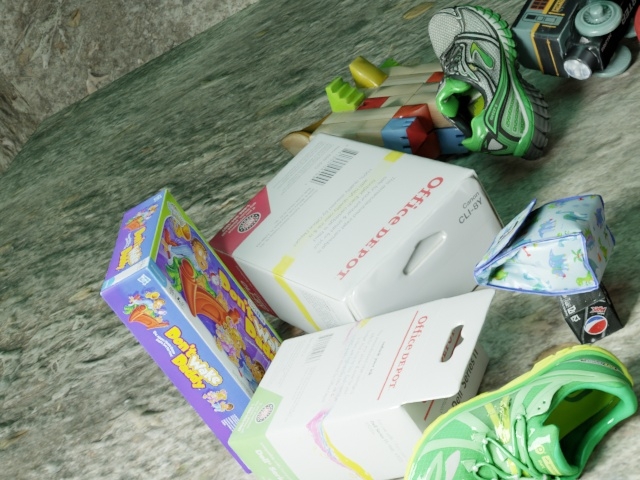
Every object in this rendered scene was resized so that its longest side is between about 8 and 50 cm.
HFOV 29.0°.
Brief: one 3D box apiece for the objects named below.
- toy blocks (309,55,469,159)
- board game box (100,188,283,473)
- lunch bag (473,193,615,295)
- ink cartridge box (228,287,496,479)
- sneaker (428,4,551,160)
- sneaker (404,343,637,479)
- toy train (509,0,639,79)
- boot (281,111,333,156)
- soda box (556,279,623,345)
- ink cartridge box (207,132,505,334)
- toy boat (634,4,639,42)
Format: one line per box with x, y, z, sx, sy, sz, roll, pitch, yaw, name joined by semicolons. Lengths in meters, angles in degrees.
0.166;-0.216;2.189;0.260;0.191;0.381;-1;31;33;toy blocks
-0.161;0.126;1.746;0.078;0.347;0.233;-29;25;15;board game box
0.275;0.008;1.534;0.151;0.096;0.129;-12;18;29;lunch bag
0.079;0.198;1.575;0.353;0.119;0.207;-18;28;37;ink cartridge box
0.248;-0.272;2.015;0.344;0.146;0.134;-112;33;-42;sneaker
0.216;0.221;1.361;0.295;0.109;0.123;-36;20;-1;sneaker
0.457;-0.409;2.079;0.190;0.142;0.334;16;62;33;toy train
0.031;-0.221;2.321;0.211;0.104;0.295;-50;-4;-6;boot
0.330;0.062;1.571;0.060;0.053;0.169;-29;25;13;soda box
0.052;0.007;1.863;0.279;0.160;0.384;-44;32;-17;ink cartridge box
0.570;-0.360;1.908;0.151;0.151;0.231;-36;24;-2;toy boat
